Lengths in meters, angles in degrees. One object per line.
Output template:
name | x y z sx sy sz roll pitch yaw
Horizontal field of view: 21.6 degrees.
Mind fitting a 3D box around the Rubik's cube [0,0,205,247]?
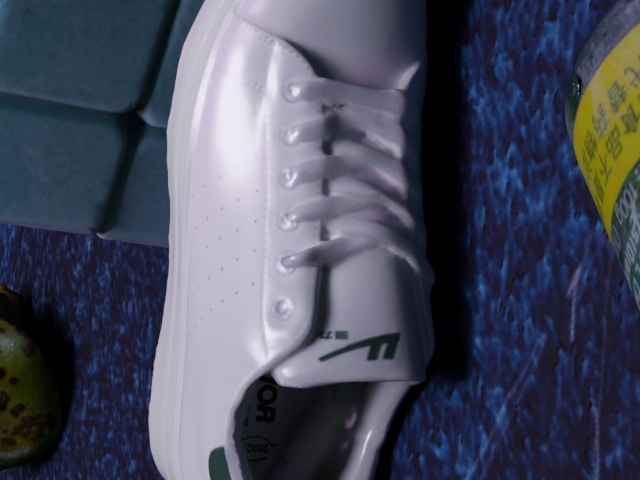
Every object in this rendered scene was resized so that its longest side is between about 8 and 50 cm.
Rubik's cube | -0.188 -0.211 1.059 0.319 0.315 0.322 51 127 52

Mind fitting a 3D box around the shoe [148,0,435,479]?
shoe | 0.000 0.000 0.872 0.160 0.131 0.363 36 118 58

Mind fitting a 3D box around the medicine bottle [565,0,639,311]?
medicine bottle | 0.185 0.041 0.528 0.141 0.141 0.293 -53 41 39

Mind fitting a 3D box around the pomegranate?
pomegranate | -0.278 0.103 1.323 0.169 0.122 0.143 -120 19 -44
